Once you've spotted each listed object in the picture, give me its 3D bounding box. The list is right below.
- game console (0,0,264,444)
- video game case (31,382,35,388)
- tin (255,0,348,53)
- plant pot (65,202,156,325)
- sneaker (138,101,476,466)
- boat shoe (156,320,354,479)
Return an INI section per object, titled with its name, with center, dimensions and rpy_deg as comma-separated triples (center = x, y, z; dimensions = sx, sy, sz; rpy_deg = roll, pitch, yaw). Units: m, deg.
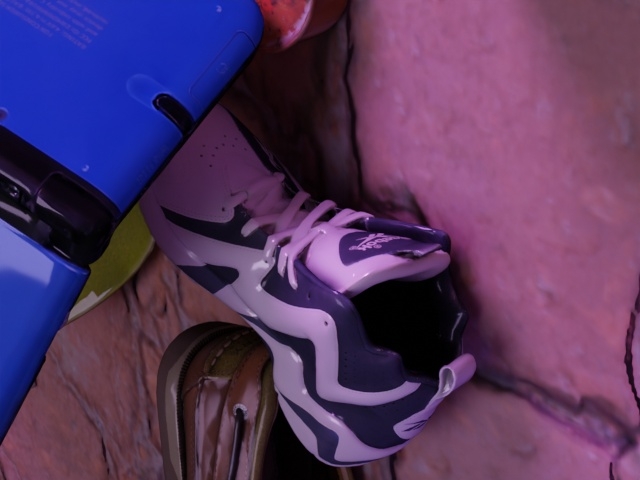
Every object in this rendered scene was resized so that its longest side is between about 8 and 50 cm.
[game console]
center = -0.220, -0.075, 0.876
dimensions = 0.293, 0.250, 0.173
rpy_deg = 34, 149, 3
[video game case]
center = -0.271, 0.061, 1.338
dimensions = 0.122, 0.011, 0.087
rpy_deg = 24, 127, 44
[tin]
center = -0.055, -0.166, 0.904
dimensions = 0.189, 0.040, 0.106
rpy_deg = 24, 131, 44
[plant pot]
center = -0.279, -0.099, 1.071
dimensions = 0.275, 0.275, 0.293
rpy_deg = -53, 53, 51
[sneaker]
center = 0.000, 0.000, 0.877
dimensions = 0.153, 0.094, 0.235
rpy_deg = -35, 80, 53
[boat shoe]
center = -0.026, 0.203, 1.010
dimensions = 0.104, 0.110, 0.307
rpy_deg = 7, 114, 52
